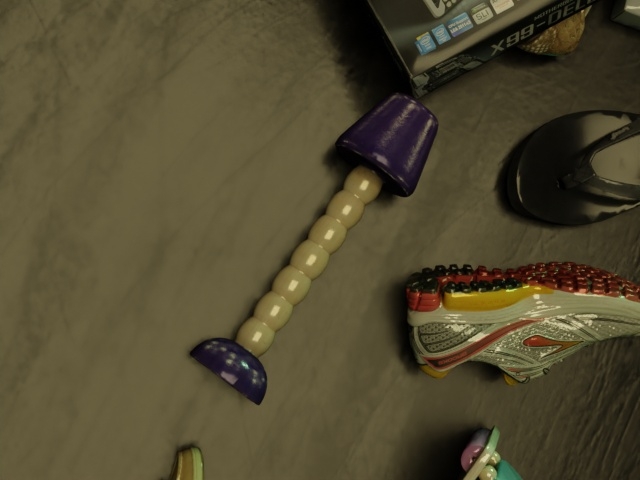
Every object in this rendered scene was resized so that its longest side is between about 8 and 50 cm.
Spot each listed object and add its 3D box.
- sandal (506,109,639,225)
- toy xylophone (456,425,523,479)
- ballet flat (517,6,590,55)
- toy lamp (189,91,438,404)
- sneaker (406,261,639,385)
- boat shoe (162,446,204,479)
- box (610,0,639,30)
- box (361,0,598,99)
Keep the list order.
[{"bbox_3d":[0.283,-0.070,1.085,0.254,0.054,0.097,-7,86,-9],"label":"sandal"},{"bbox_3d":[0.197,0.295,0.961,0.081,0.236,0.323,-40,92,8],"label":"toy xylophone"},{"bbox_3d":[0.215,-0.254,1.096,0.067,0.073,0.206,20,85,-34],"label":"ballet flat"},{"bbox_3d":[0.000,0.000,1.029,0.080,0.080,0.275,38,82,-4],"label":"toy lamp"},{"bbox_3d":[0.179,0.070,1.055,0.225,0.088,0.093,-1,106,-8],"label":"sneaker"},{"bbox_3d":[-0.128,0.236,1.002,0.048,0.056,0.153,15,91,-11],"label":"boat shoe"},{"bbox_3d":[0.365,-0.236,1.121,0.186,0.038,0.145,18,83,-7],"label":"box"},{"bbox_3d":[0.153,-0.295,1.028,0.307,0.076,0.242,-27,80,3],"label":"box"}]
